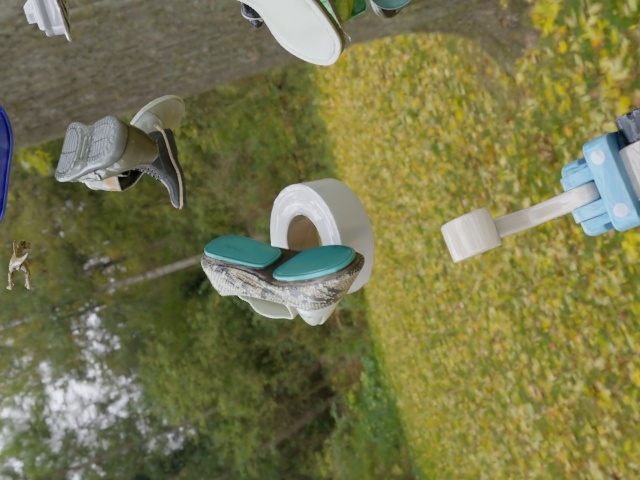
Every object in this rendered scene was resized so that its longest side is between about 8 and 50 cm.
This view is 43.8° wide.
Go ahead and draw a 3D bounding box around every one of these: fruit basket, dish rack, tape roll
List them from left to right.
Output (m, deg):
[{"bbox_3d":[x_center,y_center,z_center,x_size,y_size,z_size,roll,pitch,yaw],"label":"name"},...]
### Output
[{"bbox_3d":[-0.543,-0.559,1.472,0.333,0.072,0.285,87,166,-45],"label":"dish rack"},{"bbox_3d":[-0.010,-0.648,1.966,0.327,0.165,0.353,65,-165,-8],"label":"fruit basket"},{"bbox_3d":[0.000,0.000,1.871,0.286,0.100,0.286,21,117,49],"label":"tape roll"}]

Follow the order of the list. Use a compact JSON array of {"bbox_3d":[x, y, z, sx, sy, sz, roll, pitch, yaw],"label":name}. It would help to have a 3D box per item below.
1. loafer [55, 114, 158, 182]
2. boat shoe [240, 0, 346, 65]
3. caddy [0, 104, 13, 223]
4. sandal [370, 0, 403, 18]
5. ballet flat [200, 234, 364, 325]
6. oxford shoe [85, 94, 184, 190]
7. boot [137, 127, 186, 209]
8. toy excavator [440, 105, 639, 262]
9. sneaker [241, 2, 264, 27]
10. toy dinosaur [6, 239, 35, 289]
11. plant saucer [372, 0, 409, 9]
[{"bbox_3d":[-0.311,-0.120,1.147,0.251,0.087,0.094,5,80,55],"label":"loafer"},{"bbox_3d":[-0.064,-0.424,1.399,0.305,0.091,0.109,42,130,11],"label":"boat shoe"},{"bbox_3d":[-0.755,-0.147,1.626,0.179,0.241,0.341,-2,-79,-70],"label":"caddy"},{"bbox_3d":[0.096,-0.570,1.530,0.086,0.120,0.302,37,152,40],"label":"sandal"},{"bbox_3d":[-0.069,0.092,1.708,0.483,0.164,0.182,5,122,45],"label":"ballet flat"},{"bbox_3d":[-0.550,-0.296,2.484,0.130,0.449,0.169,20,139,21],"label":"oxford shoe"},{"bbox_3d":[-0.399,-0.159,1.881,0.077,0.137,0.198,136,119,-66],"label":"boot"},{"bbox_3d":[0.516,-0.081,1.561,0.445,0.433,0.222,-29,80,42],"label":"toy excavator"},{"bbox_3d":[-0.149,-0.581,2.025,0.234,0.084,0.097,-73,-3,-57],"label":"sneaker"},{"bbox_3d":[-0.580,0.046,1.527,0.183,0.053,0.092,-153,58,-69],"label":"toy dinosaur"},{"bbox_3d":[0.125,-0.466,1.392,0.021,0.119,0.119,47,157,50],"label":"plant saucer"}]
